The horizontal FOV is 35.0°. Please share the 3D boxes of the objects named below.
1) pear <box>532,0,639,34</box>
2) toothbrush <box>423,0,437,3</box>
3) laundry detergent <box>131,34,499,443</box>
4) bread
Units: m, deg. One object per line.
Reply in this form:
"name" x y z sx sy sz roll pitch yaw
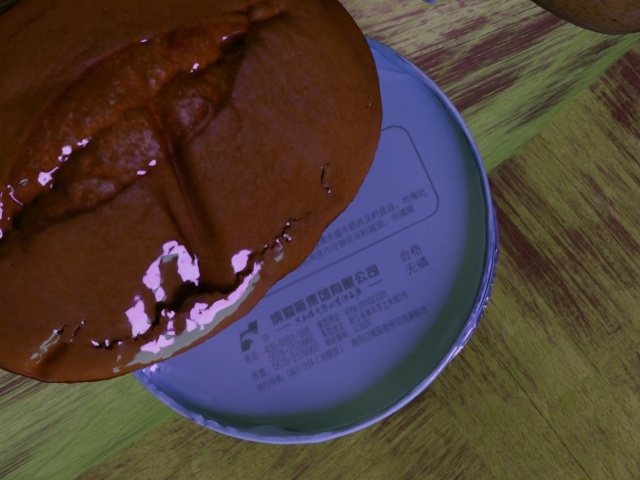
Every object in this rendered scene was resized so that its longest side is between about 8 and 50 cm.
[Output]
"pear" 0.218 -0.240 0.689 0.228 0.211 0.188 -35 173 -13
"toothbrush" 0.082 -0.238 0.756 0.025 0.030 0.342 -38 171 3
"laundry detergent" 0.000 0.000 0.818 0.287 0.287 0.305 -39 171 6
"bread" -0.093 -0.043 0.542 0.269 0.195 0.142 -39 179 -22
